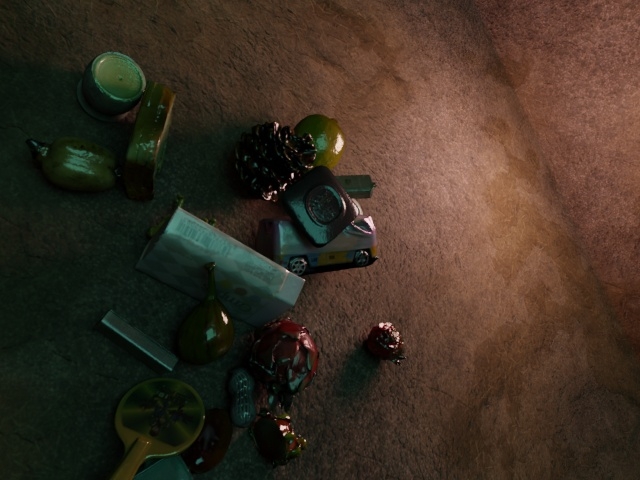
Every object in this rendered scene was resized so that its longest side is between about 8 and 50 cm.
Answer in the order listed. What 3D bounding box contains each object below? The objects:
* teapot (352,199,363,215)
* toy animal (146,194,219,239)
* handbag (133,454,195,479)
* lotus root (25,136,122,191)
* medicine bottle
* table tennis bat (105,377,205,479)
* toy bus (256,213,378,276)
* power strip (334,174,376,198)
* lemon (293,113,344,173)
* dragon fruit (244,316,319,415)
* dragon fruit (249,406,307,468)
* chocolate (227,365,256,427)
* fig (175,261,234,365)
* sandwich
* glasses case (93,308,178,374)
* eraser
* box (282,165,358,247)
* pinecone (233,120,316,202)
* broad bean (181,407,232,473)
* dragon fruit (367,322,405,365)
[{"bbox_3d":[0.075,-0.097,1.712,0.159,0.116,0.245,2,67,-25],"label":"teapot"},{"bbox_3d":[-0.370,-0.026,1.378,0.181,0.073,0.136,38,62,-35],"label":"toy animal"},{"bbox_3d":[-0.392,0.638,1.098,0.274,0.100,0.268,-30,96,-39],"label":"handbag"},{"bbox_3d":[-0.601,-0.188,1.221,0.221,0.118,0.125,13,67,-33],"label":"lotus root"},{"bbox_3d":[-0.552,-0.402,1.319,0.147,0.143,0.147,11,72,-36],"label":"medicine bottle"},{"bbox_3d":[-0.388,0.441,1.126,0.199,0.050,0.320,24,35,2],"label":"table tennis bat"},{"bbox_3d":[0.000,0.000,1.515,0.387,0.171,0.162,-5,103,-31],"label":"toy bus"},{"bbox_3d":[0.049,-0.177,1.665,0.272,0.052,0.078,-3,51,-6],"label":"power strip"},{"bbox_3d":[-0.018,-0.312,1.664,0.184,0.184,0.248,38,64,-20],"label":"lemon"},{"bbox_3d":[-0.097,0.327,1.350,0.193,0.192,0.274,-17,46,-5],"label":"dragon fruit"},{"bbox_3d":[-0.114,0.533,1.339,0.175,0.138,0.142,32,79,-48],"label":"dragon fruit"},{"bbox_3d":[-0.206,0.408,1.313,0.072,0.072,0.167,17,43,-31],"label":"chocolate"},{"bbox_3d":[-0.297,0.181,1.272,0.151,0.151,0.259,-4,93,-37],"label":"fig"},{"bbox_3d":[-0.447,-0.259,1.299,0.087,0.226,0.251,13,63,-18],"label":"sandwich"},{"bbox_3d":[-0.445,0.247,1.213,0.205,0.071,0.047,42,50,-16],"label":"glasses case"},{"bbox_3d":[-0.261,0.088,1.330,0.397,0.213,0.082,31,42,-24],"label":"eraser"},{"bbox_3d":[0.001,-0.102,1.429,0.212,0.042,0.201,-40,93,-33],"label":"box"},{"bbox_3d":[-0.144,-0.240,1.500,0.244,0.257,0.243,0,90,-40],"label":"pinecone"},{"bbox_3d":[-0.280,0.494,1.237,0.114,0.085,0.165,50,43,-34],"label":"broad bean"},{"bbox_3d":[0.217,0.334,1.646,0.130,0.121,0.142,-48,128,-31],"label":"dragon fruit"}]
